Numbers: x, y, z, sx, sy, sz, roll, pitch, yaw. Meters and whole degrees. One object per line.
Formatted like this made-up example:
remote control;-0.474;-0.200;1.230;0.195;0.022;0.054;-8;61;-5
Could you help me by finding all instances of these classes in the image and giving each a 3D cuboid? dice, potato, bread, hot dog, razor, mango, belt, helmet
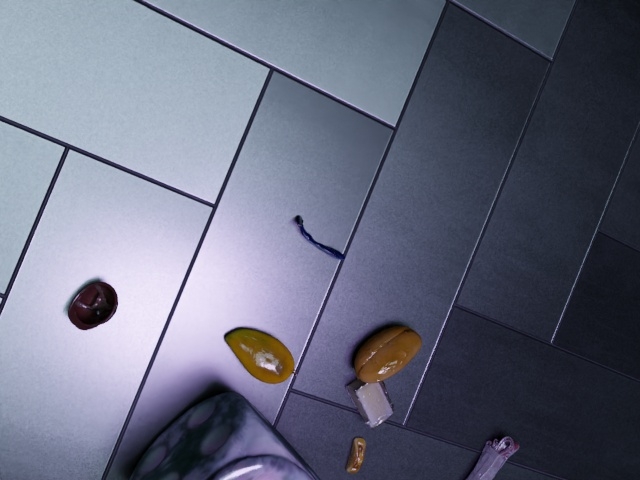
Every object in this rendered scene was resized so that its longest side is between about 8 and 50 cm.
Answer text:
dice;-0.184;0.549;1.694;0.328;0.348;0.330;-43;109;-9
potato;0.120;0.386;1.943;0.086;0.061;0.122;-30;109;-16
bread;0.158;0.264;1.913;0.189;0.114;0.077;-36;124;-18
hot dog;0.090;0.529;1.965;0.030;0.034;0.090;15;93;-22
razor;-0.004;0.002;1.859;0.028;0.044;0.154;-41;116;20
mango;-0.132;0.262;1.828;0.187;0.066;0.101;38;82;-13
belt;0.426;0.606;2.094;0.053;0.071;0.232;40;85;-28
helmet;-0.466;0.142;1.680;0.111;0.057;0.089;-41;74;-6
